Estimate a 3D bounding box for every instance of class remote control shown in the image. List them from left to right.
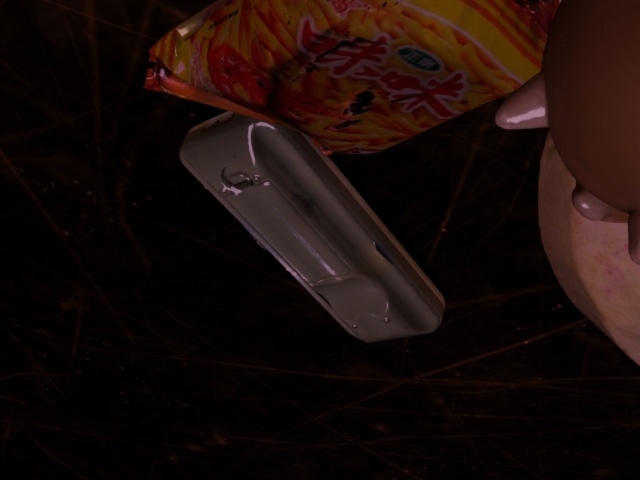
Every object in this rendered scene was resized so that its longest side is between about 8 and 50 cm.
[{"bbox_3d":[0.000,0.000,0.778,0.128,0.066,0.335,-17,131,34],"label":"remote control"}]

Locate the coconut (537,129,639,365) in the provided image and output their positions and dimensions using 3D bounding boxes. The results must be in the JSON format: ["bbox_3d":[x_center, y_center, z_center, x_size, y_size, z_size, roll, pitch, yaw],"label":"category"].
[{"bbox_3d":[0.281,-0.020,0.523,0.259,0.259,0.259,11,142,9],"label":"coconut"}]

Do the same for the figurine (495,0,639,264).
[{"bbox_3d":[0.197,-0.098,0.313,0.247,0.173,0.177,-30,78,40],"label":"figurine"}]

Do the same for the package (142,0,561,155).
[{"bbox_3d":[0.024,-0.144,0.533,0.223,0.109,0.288,20,154,-36],"label":"package"}]
